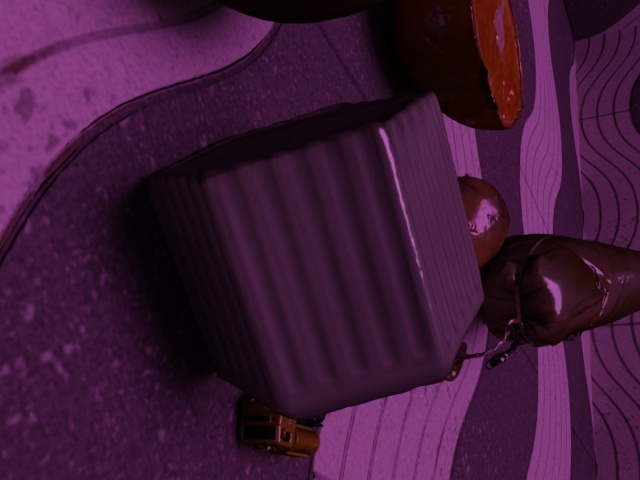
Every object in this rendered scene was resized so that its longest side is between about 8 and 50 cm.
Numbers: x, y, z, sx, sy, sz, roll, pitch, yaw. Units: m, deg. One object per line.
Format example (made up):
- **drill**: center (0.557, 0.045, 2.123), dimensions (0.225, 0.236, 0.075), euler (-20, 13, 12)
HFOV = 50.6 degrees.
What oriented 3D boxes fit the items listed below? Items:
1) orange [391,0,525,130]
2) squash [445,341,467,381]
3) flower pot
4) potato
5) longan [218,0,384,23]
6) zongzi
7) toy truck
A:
- **orange**: center (0.230, -0.320, 1.014), dimensions (0.310, 0.275, 0.274), euler (103, -4, -62)
- **squash**: center (0.212, 0.192, 1.070), dimensions (0.083, 0.028, 0.027), euler (-55, 130, -53)
- **flower pot**: center (0.000, 0.000, 0.541), dimensions (0.209, 0.239, 0.189), euler (-25, 109, -27)
- **potato**: center (0.226, -0.025, 1.054), dimensions (0.137, 0.137, 0.175), euler (55, 41, -40)
- **longan**: center (-0.007, -0.355, 0.536), dimensions (0.361, 0.361, 0.360), euler (24, 62, -57)
- **zongzi**: center (0.429, 0.081, 1.074), dimensions (0.447, 0.419, 0.181), euler (-18, 105, -74)
- **toy truck**: center (-0.035, 0.163, 0.605), dimensions (0.083, 0.049, 0.054), euler (37, 53, -54)
